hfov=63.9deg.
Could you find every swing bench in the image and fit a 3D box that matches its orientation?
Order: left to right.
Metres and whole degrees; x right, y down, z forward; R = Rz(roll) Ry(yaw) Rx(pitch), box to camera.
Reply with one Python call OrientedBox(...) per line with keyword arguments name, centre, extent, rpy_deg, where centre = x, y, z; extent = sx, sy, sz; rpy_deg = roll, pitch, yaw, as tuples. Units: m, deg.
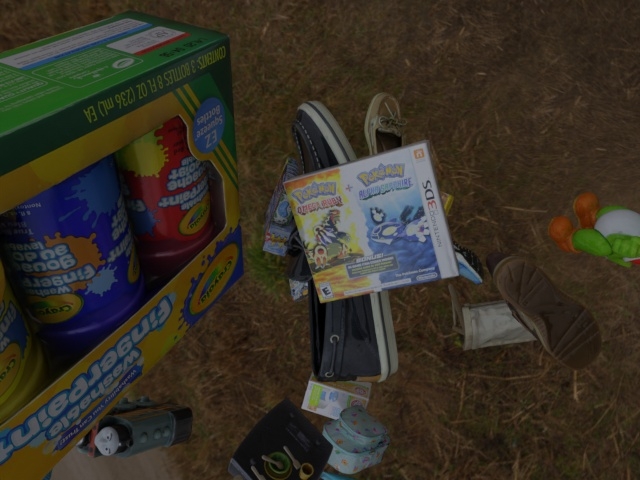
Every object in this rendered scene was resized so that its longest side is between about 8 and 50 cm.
OrientedBox(name="swing bench", centre=(0.526, 0.218, 1.500), extent=(0.253, 0.255, 0.165), rpy_deg=(-8, 101, 6))

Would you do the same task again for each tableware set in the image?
OrientedBox(name="tableware set", centre=(-0.076, 0.395, 0.817), extent=(0.104, 0.154, 0.024), rpy_deg=(44, 129, 27))

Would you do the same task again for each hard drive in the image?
OrientedBox(name="hard drive", centre=(-0.080, 0.453, 1.073), extent=(0.172, 0.254, 0.054), rpy_deg=(44, 111, 8))

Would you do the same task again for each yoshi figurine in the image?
OrientedBox(name="yoshi figurine", centre=(0.681, -0.030, 1.095), extent=(0.362, 0.203, 0.204), rpy_deg=(25, 108, 59))

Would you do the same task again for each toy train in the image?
OrientedBox(name="toy train", centre=(-0.508, 0.515, 1.413), extent=(0.190, 0.334, 0.142), rpy_deg=(1, 81, 24))

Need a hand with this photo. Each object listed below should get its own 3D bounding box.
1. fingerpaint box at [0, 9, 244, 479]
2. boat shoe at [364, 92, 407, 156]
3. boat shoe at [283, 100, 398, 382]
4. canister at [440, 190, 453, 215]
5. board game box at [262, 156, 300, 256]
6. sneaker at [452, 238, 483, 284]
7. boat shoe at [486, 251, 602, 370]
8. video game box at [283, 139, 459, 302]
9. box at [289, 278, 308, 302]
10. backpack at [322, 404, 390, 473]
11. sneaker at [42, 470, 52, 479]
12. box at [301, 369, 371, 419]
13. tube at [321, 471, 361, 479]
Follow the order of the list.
OrientedBox(name="fingerpaint box", centre=(-0.274, 0.006, 0.557), extent=(0.163, 0.445, 0.371), rpy_deg=(21, 132, 20))
OrientedBox(name="boat shoe", centre=(0.172, -0.240, 1.292), extent=(0.089, 0.104, 0.285), rpy_deg=(167, 105, -71))
OrientedBox(name="boat shoe", centre=(0.010, 0.016, 0.878), extent=(0.187, 0.155, 0.500), rpy_deg=(-148, 46, -78))
OrientedBox(name="canister", centre=(0.326, -0.120, 1.649), extent=(0.169, 0.073, 0.126), rpy_deg=(25, 101, 22))
OrientedBox(name="board game box", centre=(-0.090, -0.067, 1.246), extent=(0.194, 0.060, 0.194), rpy_deg=(-89, 19, -48))
OrientedBox(name="sneaker", centre=(0.313, 0.050, 1.199), extent=(0.162, 0.063, 0.073), rpy_deg=(37, 127, -6))
OrientedBox(name="boat shoe", centre=(0.484, 0.148, 1.129), extent=(0.342, 0.123, 0.123), rpy_deg=(41, 96, -16))
OrientedBox(name="video game box", centre=(0.072, -0.022, 0.713), extent=(0.205, 0.048, 0.187), rpy_deg=(-14, 100, 17))
OrientedBox(name="box", centre=(-0.066, 0.172, 1.947), extent=(0.137, 0.027, 0.094), rpy_deg=(-32, 62, 47))
OrientedBox(name="backpack", centre=(0.094, 0.585, 1.506), extent=(0.166, 0.188, 0.144), rpy_deg=(34, 122, 40))
OrientedBox(name="sneaker", centre=(-0.613, 0.447, 1.008), extent=(0.228, 0.087, 0.092), rpy_deg=(11, 90, 29))
OrientedBox(name="box", centre=(0.056, 0.508, 1.677), extent=(0.203, 0.103, 0.114), rpy_deg=(17, 107, 6))
OrientedBox(name="tube", centre=(0.097, 0.585, 1.202), extent=(0.207, 0.052, 0.080), rpy_deg=(20, 142, 5))
